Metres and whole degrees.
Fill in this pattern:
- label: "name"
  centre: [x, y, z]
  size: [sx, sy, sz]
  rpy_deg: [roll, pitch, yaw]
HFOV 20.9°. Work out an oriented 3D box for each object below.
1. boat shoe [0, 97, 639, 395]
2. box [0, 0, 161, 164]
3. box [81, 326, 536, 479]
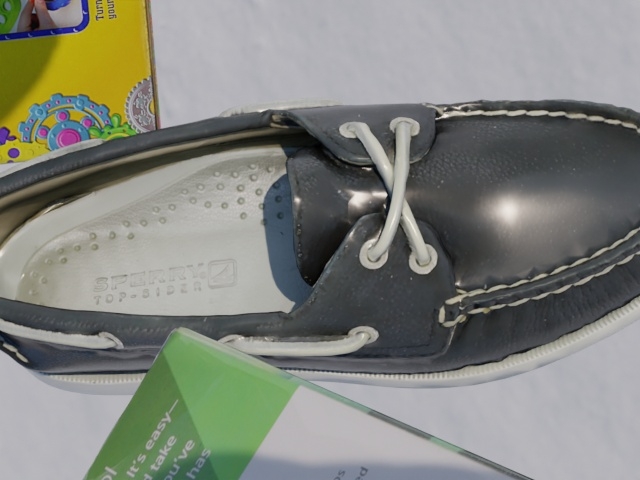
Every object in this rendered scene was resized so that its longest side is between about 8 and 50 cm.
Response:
- label: "boat shoe"
  centre: [0.000, 0.000, 0.669]
  size: [0.091, 0.302, 0.114]
  rpy_deg: [51, -152, -64]
- label: "box"
  centre: [-0.237, -0.165, 0.847]
  size: [0.290, 0.279, 0.177]
  rpy_deg: [-114, 18, -58]
- label: "box"
  centre: [0.003, 0.159, 0.375]
  size: [0.058, 0.232, 0.322]
  rpy_deg: [39, 168, -35]
